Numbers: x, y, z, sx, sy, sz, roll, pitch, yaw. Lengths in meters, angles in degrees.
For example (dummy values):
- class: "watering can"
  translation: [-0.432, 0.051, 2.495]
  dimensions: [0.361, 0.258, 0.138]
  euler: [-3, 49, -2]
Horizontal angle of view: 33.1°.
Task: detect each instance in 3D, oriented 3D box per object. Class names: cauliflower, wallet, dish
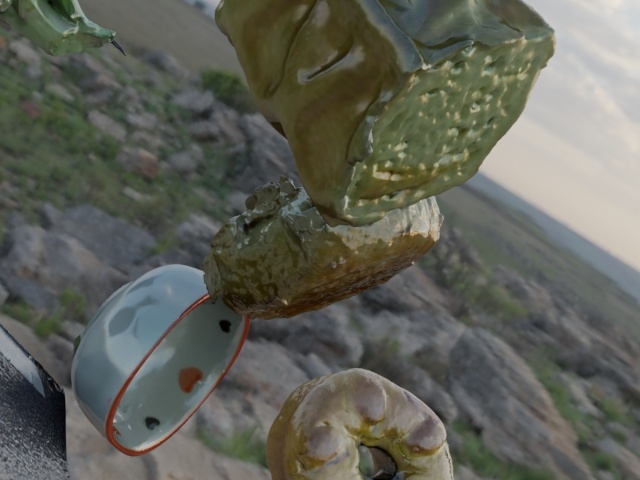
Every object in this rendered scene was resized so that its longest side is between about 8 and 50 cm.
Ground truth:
- class: "cauliflower"
  translation: [-0.399, -0.329, 1.418]
  dimensions: [0.315, 0.239, 0.256]
  euler: [40, -37, -5]
- class: "wallet"
  translation: [-0.347, 0.188, 1.118]
  dimensions: [0.221, 0.071, 0.262]
  euler: [55, 15, -36]
- class: "dish"
  translation: [-0.209, 0.133, 1.322]
  dimensions: [0.117, 0.256, 0.256]
  euler: [35, 8, 21]

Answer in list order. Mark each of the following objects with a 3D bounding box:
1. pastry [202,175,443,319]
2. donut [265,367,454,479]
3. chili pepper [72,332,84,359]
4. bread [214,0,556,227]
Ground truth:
- class: "pastry"
  translation: [0.005, -0.002, 1.122]
  dimensions: [0.236, 0.257, 0.121]
  euler: [-12, 75, -47]
- class: "donut"
  translation: [0.067, 0.357, 1.710]
  dimensions: [0.299, 0.317, 0.150]
  euler: [-18, 2, -30]
- class: "chili pepper"
  translation: [-0.302, 0.159, 1.388]
  dimensions: [0.035, 0.118, 0.055]
  euler: [-19, 39, -34]
- class: "bread"
  translation: [0.049, -0.164, 0.895]
  dimensions: [0.252, 0.238, 0.196]
  euler: [51, -25, 32]
